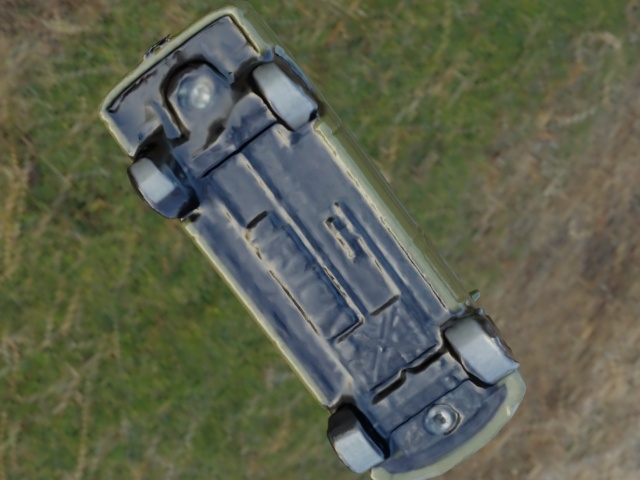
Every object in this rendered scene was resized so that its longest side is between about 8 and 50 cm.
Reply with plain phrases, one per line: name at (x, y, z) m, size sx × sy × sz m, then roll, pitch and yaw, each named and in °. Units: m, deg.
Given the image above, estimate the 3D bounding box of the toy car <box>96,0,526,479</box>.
toy car at (0.000, 0.000, 0.808) m, size 0.101 × 0.257 × 0.124 m, roll -36°, pitch -176°, yaw 9°
